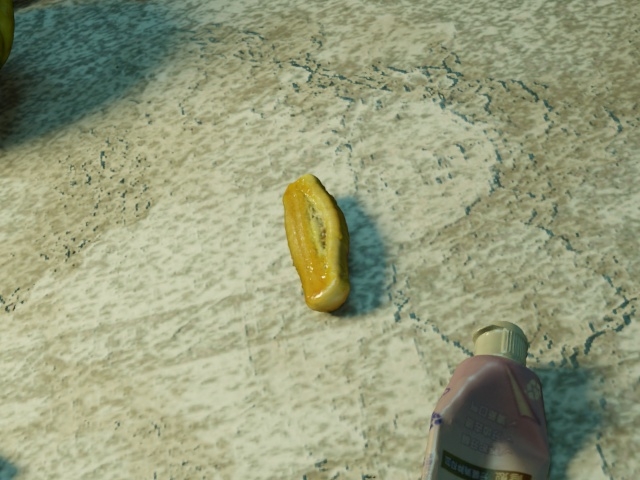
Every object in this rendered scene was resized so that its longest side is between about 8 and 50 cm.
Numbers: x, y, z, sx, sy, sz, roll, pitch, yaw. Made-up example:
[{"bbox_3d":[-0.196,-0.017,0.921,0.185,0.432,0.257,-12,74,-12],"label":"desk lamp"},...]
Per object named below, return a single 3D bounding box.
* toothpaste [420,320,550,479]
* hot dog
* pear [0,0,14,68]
[{"bbox_3d":[0.077,0.156,0.687,0.075,0.048,0.301,3,42,13],"label":"toothpaste"},{"bbox_3d":[0.000,0.000,0.920,0.044,0.028,0.137,-36,33,13],"label":"hot dog"},{"bbox_3d":[-0.413,-0.193,1.119,0.307,0.253,0.253,-11,37,12],"label":"pear"}]
